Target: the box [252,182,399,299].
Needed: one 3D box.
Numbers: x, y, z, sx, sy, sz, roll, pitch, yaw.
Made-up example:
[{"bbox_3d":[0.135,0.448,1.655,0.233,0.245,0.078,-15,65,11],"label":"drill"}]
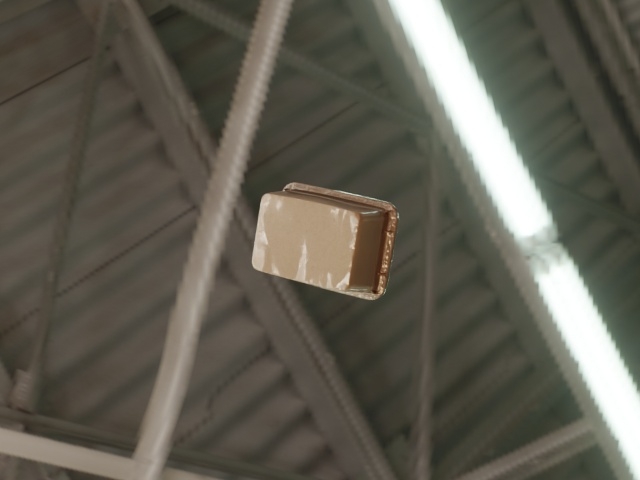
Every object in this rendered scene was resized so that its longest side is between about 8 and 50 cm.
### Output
[{"bbox_3d":[0.000,0.000,1.422,0.062,0.122,0.089,-1,-78,-59],"label":"box"}]
